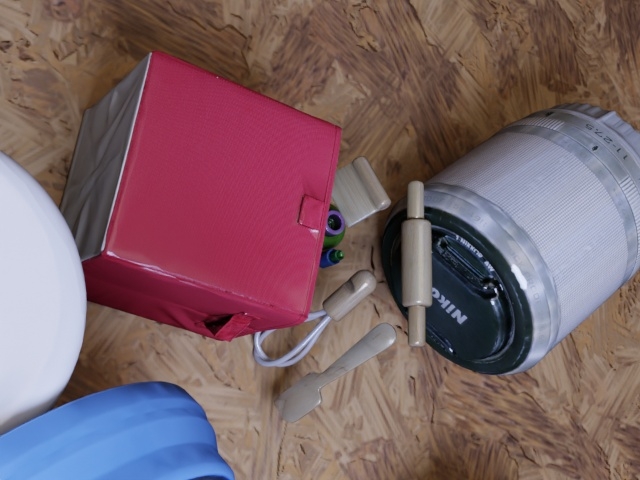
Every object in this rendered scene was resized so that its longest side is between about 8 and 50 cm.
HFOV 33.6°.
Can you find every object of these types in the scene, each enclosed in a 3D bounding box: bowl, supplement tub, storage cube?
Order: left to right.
[{"bbox_3d":[-0.317,0.059,0.747,0.228,0.316,0.228,7,77,-30],"label":"supplement tub"},{"bbox_3d":[-0.219,0.260,0.733,0.391,0.391,0.077,-32,67,-32],"label":"bowl"},{"bbox_3d":[-0.119,-0.029,0.965,0.193,0.183,0.215,20,70,-26],"label":"storage cube"}]

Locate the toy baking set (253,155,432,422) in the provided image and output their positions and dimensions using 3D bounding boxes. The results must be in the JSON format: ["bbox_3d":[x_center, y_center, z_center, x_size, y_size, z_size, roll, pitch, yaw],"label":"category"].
[{"bbox_3d":[0.020,0.047,1.051,0.030,0.196,0.256,24,59,-65],"label":"toy baking set"}]

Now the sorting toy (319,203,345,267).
[{"bbox_3d":[0.000,0.000,1.116,0.102,0.042,0.061,-44,103,-30],"label":"sorting toy"}]

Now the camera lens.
[{"bbox_3d":[0.218,-0.004,1.145,0.274,0.219,0.219,-34,99,-32],"label":"camera lens"}]
